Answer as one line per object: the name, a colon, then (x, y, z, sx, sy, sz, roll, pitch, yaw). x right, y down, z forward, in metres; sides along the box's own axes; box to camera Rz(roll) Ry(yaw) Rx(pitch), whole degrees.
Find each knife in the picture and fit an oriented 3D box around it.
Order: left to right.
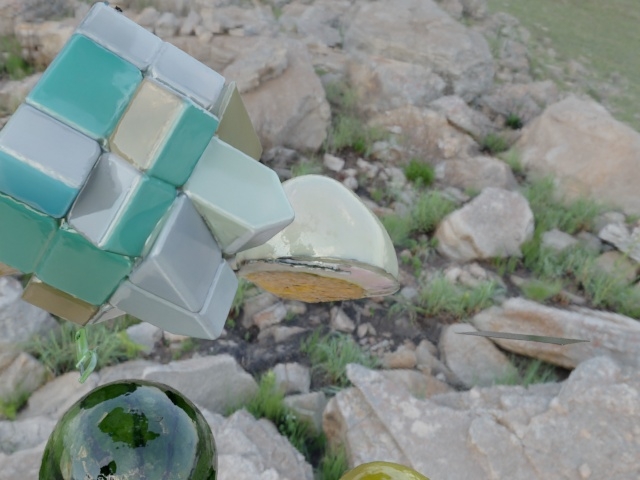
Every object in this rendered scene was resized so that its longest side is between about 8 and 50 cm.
knife: (-0.408, 0.186, 1.139, 0.015, 0.054, 0.212, 35, -4, -25)

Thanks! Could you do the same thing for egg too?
egg: (0.004, 0.000, 1.064, 0.265, 0.286, 0.173, 0, 71, 22)

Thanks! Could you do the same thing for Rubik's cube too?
Rubik's cube: (-0.142, -0.048, 0.544, 0.213, 0.265, 0.224, 30, 49, -19)

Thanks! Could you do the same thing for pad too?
pad: (0.445, 0.214, 1.453, 0.246, 0.006, 0.170, 1, -5, 40)

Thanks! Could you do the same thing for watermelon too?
watermelon: (-0.199, 0.252, 0.699, 0.188, 0.187, 0.215, -7, 26, -25)

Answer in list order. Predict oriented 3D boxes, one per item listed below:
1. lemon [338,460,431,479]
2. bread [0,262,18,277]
lemon: (0.101, 0.467, 0.946, 0.261, 0.260, 0.283, 3, 59, -12)
bread: (-0.362, -0.010, 0.900, 0.316, 0.316, 0.054, -17, 86, -36)
